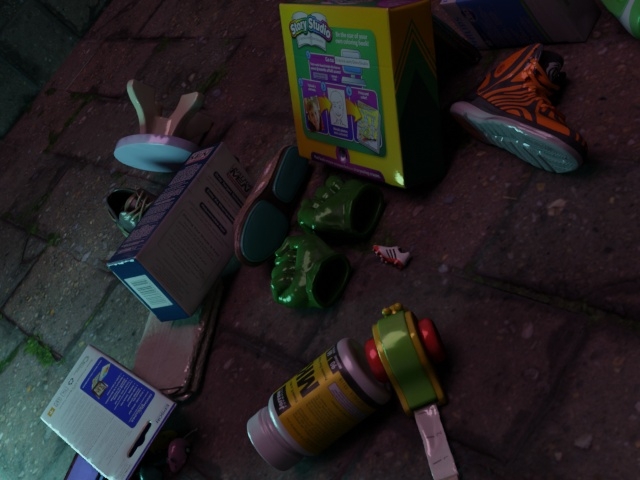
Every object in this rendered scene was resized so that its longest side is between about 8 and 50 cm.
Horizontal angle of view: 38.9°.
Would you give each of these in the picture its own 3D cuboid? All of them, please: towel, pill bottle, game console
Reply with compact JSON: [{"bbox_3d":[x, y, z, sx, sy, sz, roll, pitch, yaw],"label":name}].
[{"bbox_3d":[-0.290,0.207,1.816,0.187,0.049,0.282,-19,42,33],"label":"towel"},{"bbox_3d":[-0.004,0.255,1.391,0.208,0.119,0.119,-40,35,12],"label":"pill bottle"},{"bbox_3d":[-0.437,0.435,1.720,0.107,0.071,0.122,-44,23,59],"label":"game console"},{"bbox_3d":[0.111,-0.455,1.749,0.271,0.370,0.040,25,88,54],"label":"towel"}]

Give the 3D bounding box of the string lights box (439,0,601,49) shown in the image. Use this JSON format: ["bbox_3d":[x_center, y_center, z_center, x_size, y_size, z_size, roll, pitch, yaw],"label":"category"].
[{"bbox_3d":[0.360,-0.425,1.655,0.259,0.133,0.077,11,65,51],"label":"string lights box"}]

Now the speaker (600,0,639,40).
[{"bbox_3d":[0.521,-0.437,1.501,0.131,0.131,0.296,-35,36,18],"label":"speaker"}]

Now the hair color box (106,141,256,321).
[{"bbox_3d":[-0.261,-0.020,1.844,0.105,0.174,0.347,-11,36,43],"label":"hair color box"}]

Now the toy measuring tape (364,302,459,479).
[{"bbox_3d":[0.132,0.202,1.293,0.121,0.121,0.330,-34,36,19],"label":"toy measuring tape"}]

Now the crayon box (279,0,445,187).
[{"bbox_3d":[0.072,-0.289,1.685,0.106,0.313,0.363,-18,23,-28],"label":"crayon box"}]

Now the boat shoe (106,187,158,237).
[{"bbox_3d":[-0.411,-0.046,2.121,0.355,0.130,0.132,14,67,52],"label":"boat shoe"}]

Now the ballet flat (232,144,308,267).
[{"bbox_3d":[-0.113,-0.061,1.853,0.106,0.107,0.316,-21,33,46],"label":"ballet flat"}]

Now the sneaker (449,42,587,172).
[{"bbox_3d":[0.352,-0.232,1.482,0.180,0.124,0.321,-49,34,0],"label":"sneaker"}]

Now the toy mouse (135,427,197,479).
[{"bbox_3d":[-0.287,0.398,1.634,0.161,0.031,0.143,-32,37,22],"label":"toy mouse"}]

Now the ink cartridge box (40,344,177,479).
[{"bbox_3d":[-0.390,0.331,1.704,0.371,0.069,0.176,16,71,52],"label":"ink cartridge box"}]

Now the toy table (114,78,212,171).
[{"bbox_3d":[-0.392,-0.277,2.254,0.274,0.252,0.161,2,73,35],"label":"toy table"}]

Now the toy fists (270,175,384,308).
[{"bbox_3d":[0.000,0.000,1.662,0.142,0.096,0.279,2,59,49],"label":"toy fists"}]

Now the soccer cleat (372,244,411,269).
[{"bbox_3d":[0.123,0.023,1.567,0.035,0.029,0.083,-45,36,-12],"label":"soccer cleat"}]

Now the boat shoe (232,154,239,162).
[{"bbox_3d":[-0.275,-0.152,2.122,0.227,0.081,0.069,-26,44,32],"label":"boat shoe"}]
